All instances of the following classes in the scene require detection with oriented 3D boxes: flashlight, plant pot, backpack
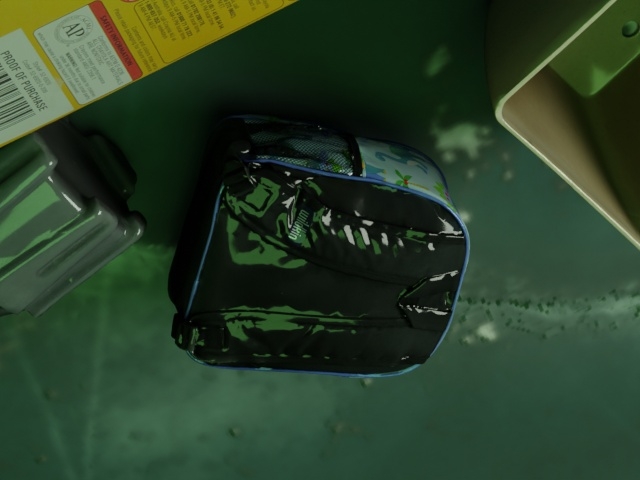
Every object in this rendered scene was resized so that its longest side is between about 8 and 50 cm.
[{"bbox_3d":[-0.216,0.052,0.721,0.304,0.103,0.103,-36,128,11],"label":"flashlight"},{"bbox_3d":[0.129,-0.080,0.724,0.109,0.096,0.109,-43,122,15],"label":"plant pot"},{"bbox_3d":[0.000,0.000,0.750,0.114,0.084,0.105,9,118,-15],"label":"backpack"}]

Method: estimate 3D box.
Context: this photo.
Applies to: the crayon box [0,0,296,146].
[{"bbox_3d":[-0.102,-0.157,0.564,0.165,0.081,0.278,-26,148,0],"label":"crayon box"}]
